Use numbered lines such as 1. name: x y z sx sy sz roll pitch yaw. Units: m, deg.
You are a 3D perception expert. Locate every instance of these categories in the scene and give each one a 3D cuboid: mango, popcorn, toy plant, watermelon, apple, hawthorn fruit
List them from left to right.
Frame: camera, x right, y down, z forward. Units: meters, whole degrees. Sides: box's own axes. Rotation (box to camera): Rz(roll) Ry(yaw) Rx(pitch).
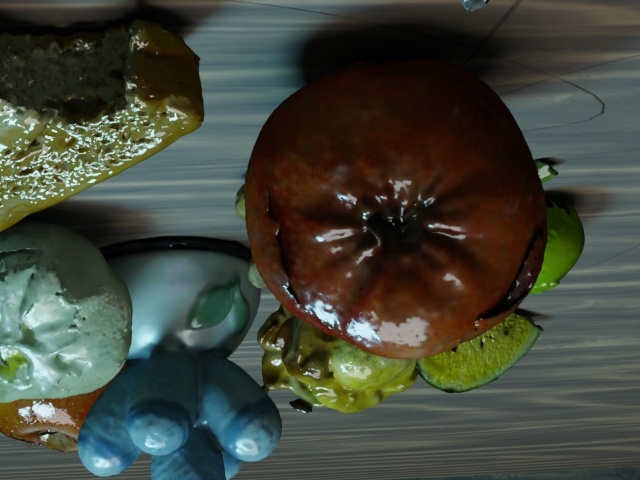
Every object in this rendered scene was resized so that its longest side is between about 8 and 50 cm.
1. apple: -0.358 0.193 2.338 0.234 0.173 0.210 5 161 -23
2. toy plant: -0.170 0.183 2.081 0.247 0.332 0.247 -4 161 -1
3. popcorn: 0.036 0.131 2.192 0.190 0.191 0.253 28 -165 28
4. hawthorn fruit: 0.055 -0.029 1.587 0.276 0.276 0.307 0 -179 -11
5. watermelon: 0.190 0.134 2.423 0.301 0.123 0.129 11 136 -47
6. mango: 0.247 0.013 2.013 0.119 0.100 0.178 -8 171 5

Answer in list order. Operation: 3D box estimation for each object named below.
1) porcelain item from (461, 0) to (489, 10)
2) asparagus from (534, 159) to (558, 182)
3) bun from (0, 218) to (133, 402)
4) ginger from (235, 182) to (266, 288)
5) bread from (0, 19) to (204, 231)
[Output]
1. porcelain item: 0.133 -0.219 1.350 0.075 0.021 0.136 -13 162 15
2. asparagus: 0.177 -0.049 1.896 0.178 0.041 0.045 -28 -176 26
3. bun: -0.326 0.090 1.936 0.239 0.141 0.239 6 128 8
4. ginger: 0.000 0.000 1.876 0.221 0.130 0.275 17 156 -26
5. bread: -0.275 -0.102 1.504 0.380 0.109 0.185 -21 148 40
